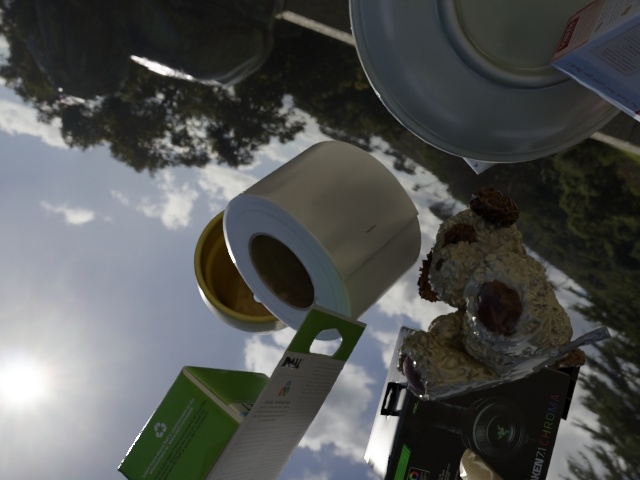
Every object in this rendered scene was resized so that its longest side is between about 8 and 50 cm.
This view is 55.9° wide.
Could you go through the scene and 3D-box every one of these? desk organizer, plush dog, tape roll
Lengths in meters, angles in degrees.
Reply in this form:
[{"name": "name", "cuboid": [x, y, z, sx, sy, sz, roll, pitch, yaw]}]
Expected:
[{"name": "desk organizer", "cuboid": [0.487, 0.296, 1.232, 0.050, 0.130, 0.047, 9, 163, 43]}, {"name": "plush dog", "cuboid": [0.215, 0.057, 0.763, 0.210, 0.262, 0.225, 1, -124, -22]}, {"name": "tape roll", "cuboid": [0.000, 0.000, 0.878, 0.246, 0.246, 0.169, 27, -130, 34]}]

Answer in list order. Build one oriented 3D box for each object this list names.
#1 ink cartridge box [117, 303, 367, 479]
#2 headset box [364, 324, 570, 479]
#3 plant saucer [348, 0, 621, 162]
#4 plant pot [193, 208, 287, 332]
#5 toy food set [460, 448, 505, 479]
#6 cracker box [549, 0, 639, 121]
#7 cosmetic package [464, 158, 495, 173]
[{"name": "ink cartridge box", "cuboid": [-0.073, 0.171, 0.679, 0.097, 0.255, 0.189, 31, 179, 26]}, {"name": "headset box", "cuboid": [0.231, 0.294, 1.007, 0.283, 0.246, 0.131, 18, 174, -9]}, {"name": "plant saucer", "cuboid": [0.235, -0.287, 0.694, 0.400, 0.401, 0.100, 18, -168, -7]}, {"name": "plant pot", "cuboid": [-0.122, 0.082, 1.239, 0.254, 0.254, 0.239, 20, 154, 4]}, {"name": "toy food set", "cuboid": [0.079, 0.255, 0.451, 0.038, 0.192, 0.132, 28, 176, -8]}, {"name": "cracker box", "cuboid": [0.347, -0.185, 0.544, 0.155, 0.067, 0.232, 27, 170, -12]}, {"name": "cosmetic package", "cuboid": [0.391, -0.307, 1.405, 0.224, 0.138, 0.224, -29, -107, -34]}]
